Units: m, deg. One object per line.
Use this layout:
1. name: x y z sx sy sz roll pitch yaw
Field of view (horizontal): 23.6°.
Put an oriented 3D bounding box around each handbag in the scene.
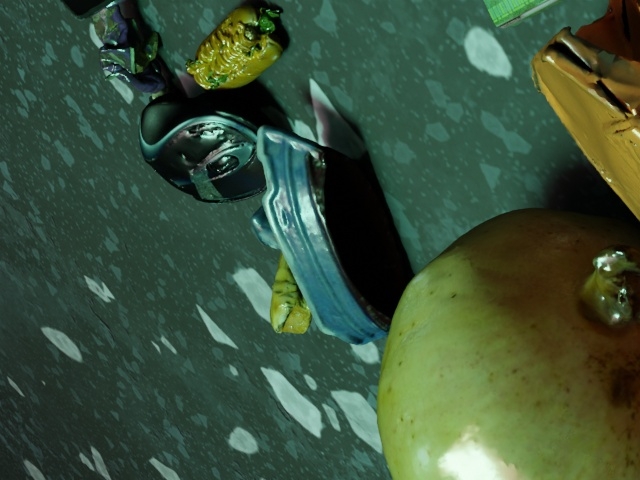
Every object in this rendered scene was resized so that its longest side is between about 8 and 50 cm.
1. handbag: 0.312 -0.007 1.105 0.410 0.116 0.303 53 -174 -1

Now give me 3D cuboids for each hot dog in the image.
1. hot dog: -0.095 -0.206 1.690 0.072 0.055 0.188 56 154 -4

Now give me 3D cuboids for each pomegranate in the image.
1. pomegranate: 0.213 0.122 1.320 0.338 0.338 0.338 37 149 27

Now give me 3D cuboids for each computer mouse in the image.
1. computer mouse: -0.138 -0.104 1.795 0.137 0.096 0.233 35 161 -25

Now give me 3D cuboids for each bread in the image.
1. bread: -0.028 0.045 1.812 0.053 0.132 0.074 11 148 -3

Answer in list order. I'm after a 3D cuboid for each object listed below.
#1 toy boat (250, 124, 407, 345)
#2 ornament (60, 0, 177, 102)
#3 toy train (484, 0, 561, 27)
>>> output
1. toy boat: 0.000 0.000 1.705 0.142 0.129 0.309 4 131 39
2. ornament: -0.231 -0.228 1.855 0.081 0.088 0.203 51 172 48
3. toy train: 0.177 -0.225 1.271 0.071 0.038 0.148 57 153 -7
